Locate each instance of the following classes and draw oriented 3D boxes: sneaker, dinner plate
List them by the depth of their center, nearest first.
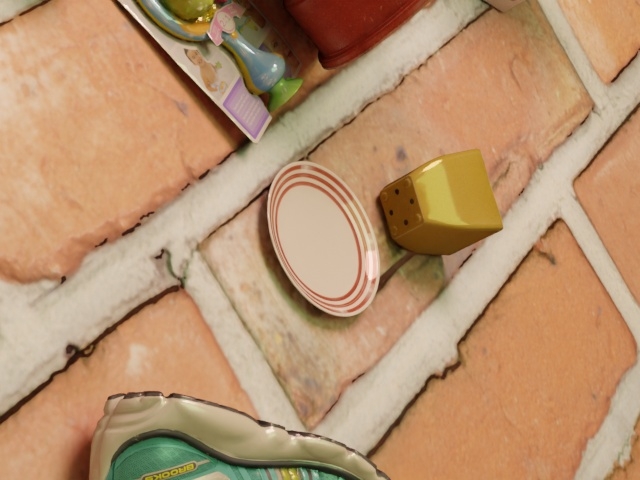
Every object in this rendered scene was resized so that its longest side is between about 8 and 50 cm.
[{"bbox_3d":[-0.053,0.184,1.059,0.275,0.107,0.110,21,74,-38],"label":"sneaker"},{"bbox_3d":[0.000,0.000,1.274,0.141,0.017,0.141,29,48,-39],"label":"dinner plate"}]

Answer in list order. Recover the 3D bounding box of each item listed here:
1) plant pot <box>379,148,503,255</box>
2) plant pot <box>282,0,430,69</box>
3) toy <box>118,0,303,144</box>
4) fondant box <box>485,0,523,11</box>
[{"bbox_3d":[0.104,-0.032,1.374,0.083,0.081,0.081,-6,75,-40],"label":"plant pot"},{"bbox_3d":[0.006,-0.337,1.291,0.265,0.272,0.272,44,41,-15],"label":"plant pot"},{"bbox_3d":[-0.096,-0.209,1.242,0.237,0.056,0.137,50,37,-20],"label":"toy"},{"bbox_3d":[0.182,-0.383,1.534,0.330,0.238,0.096,22,52,-43],"label":"fondant box"}]
